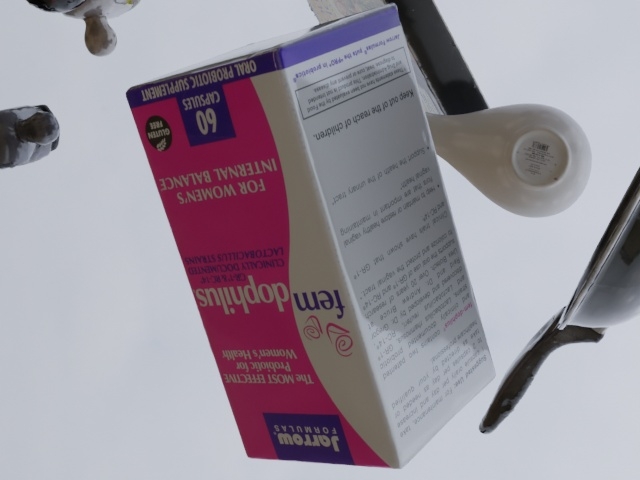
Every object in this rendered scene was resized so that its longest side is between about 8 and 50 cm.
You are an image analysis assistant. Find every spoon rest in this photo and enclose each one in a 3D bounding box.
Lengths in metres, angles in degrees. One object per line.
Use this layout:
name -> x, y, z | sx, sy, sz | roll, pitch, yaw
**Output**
spoon rest -> 0.192, -0.119, 1.233 | 0.084, 0.276, 0.137 | -158, -93, -85

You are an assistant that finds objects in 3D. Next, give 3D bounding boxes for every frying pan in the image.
frying pan -> 0.157, 0.020, 0.558 | 0.053, 0.197, 0.326 | 28, -69, 13

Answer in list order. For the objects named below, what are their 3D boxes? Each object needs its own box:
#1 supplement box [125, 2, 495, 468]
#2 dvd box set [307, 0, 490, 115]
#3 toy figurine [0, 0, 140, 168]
supplement box -> 0.000, 0.000, 0.561 | 0.111, 0.114, 0.220 | -7, -73, 39
dvd box set -> 0.089, -0.289, 1.467 | 0.062, 0.308, 0.420 | -34, -154, -4
toy figurine -> -0.237, -0.151, 0.647 | 0.209, 0.148, 0.213 | 37, -77, -1
